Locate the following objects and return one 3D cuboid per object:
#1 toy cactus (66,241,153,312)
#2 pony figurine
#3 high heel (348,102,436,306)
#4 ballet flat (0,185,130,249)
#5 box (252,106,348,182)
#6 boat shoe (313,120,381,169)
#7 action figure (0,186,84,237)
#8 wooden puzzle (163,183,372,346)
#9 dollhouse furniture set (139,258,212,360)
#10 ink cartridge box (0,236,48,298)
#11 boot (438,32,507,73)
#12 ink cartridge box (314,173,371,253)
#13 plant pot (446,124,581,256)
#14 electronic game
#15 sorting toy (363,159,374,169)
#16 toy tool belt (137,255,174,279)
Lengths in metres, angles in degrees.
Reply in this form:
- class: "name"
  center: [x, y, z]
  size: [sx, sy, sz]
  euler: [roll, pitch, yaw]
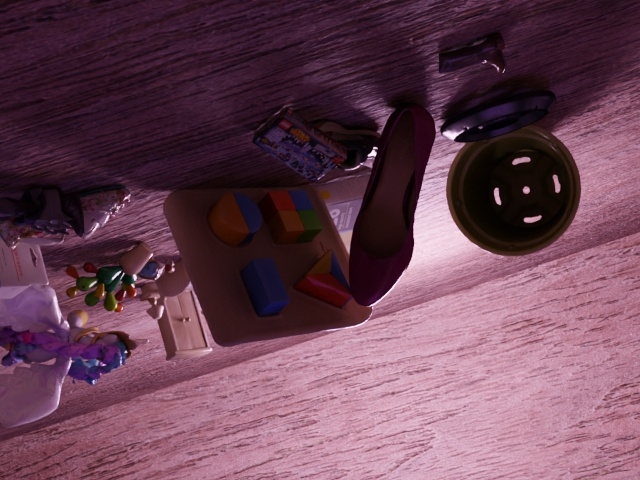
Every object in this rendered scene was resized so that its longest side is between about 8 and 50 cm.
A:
- class: "toy cactus"
  center: [-0.429, 0.067, 2.096]
  size: [0.180, 0.112, 0.219]
  euler: [-41, 156, 10]
- class: "pony figurine"
  center: [-0.590, 0.223, 2.150]
  size: [0.350, 0.303, 0.363]
  euler: [-3, -178, -32]
- class: "high heel"
  center: [0.114, -0.064, 1.811]
  size: [0.127, 0.378, 0.181]
  euler: [14, 179, 17]
- class: "ballet flat"
  center: [-0.439, -0.033, 1.722]
  size: [0.240, 0.077, 0.091]
  euler: [-13, 163, -21]
- class: "box"
  center: [-0.034, -0.160, 1.691]
  size: [0.137, 0.027, 0.094]
  euler: [32, 138, -24]
- class: "boat shoe"
  center: [0.048, -0.163, 1.822]
  size: [0.080, 0.074, 0.223]
  euler: [-25, 162, 31]
- class: "action figure"
  center: [-0.522, -0.045, 1.553]
  size: [0.284, 0.099, 0.185]
  euler: [-1, 171, -34]
- class: "wooden puzzle"
  center: [-0.086, 0.025, 1.874]
  size: [0.347, 0.322, 0.080]
  euler: [-7, 153, -37]
- class: "dollhouse furniture set"
  center: [-0.239, 0.148, 2.411]
  size: [0.303, 0.174, 0.355]
  euler: [-3, 159, -46]
- class: "ink cartridge box"
  center: [-0.585, 0.041, 1.742]
  size: [0.067, 0.115, 0.198]
  euler: [-30, 160, 36]
- class: "boot"
  center: [0.249, -0.294, 1.658]
  size: [0.114, 0.037, 0.106]
  euler: [-22, 152, 4]
- class: "ink cartridge box"
  center: [0.030, -0.018, 2.191]
  size: [0.307, 0.072, 0.304]
  euler: [-15, 149, -18]
- class: "plant pot"
  center: [0.433, -0.111, 2.166]
  size: [0.276, 0.276, 0.254]
  euler: [-23, 176, 18]
- class: "electronic game"
  center: [0.343, -0.241, 1.931]
  size: [0.229, 0.048, 0.229]
  euler: [-14, 172, -2]
- class: "sorting toy"
  center: [0.108, -0.161, 1.985]
  size: [0.075, 0.045, 0.083]
  euler: [9, 156, -18]
- class: "toy tool belt"
  center: [-0.366, 0.059, 2.176]
  size: [0.083, 0.052, 0.051]
  euler: [-3, 166, 25]
